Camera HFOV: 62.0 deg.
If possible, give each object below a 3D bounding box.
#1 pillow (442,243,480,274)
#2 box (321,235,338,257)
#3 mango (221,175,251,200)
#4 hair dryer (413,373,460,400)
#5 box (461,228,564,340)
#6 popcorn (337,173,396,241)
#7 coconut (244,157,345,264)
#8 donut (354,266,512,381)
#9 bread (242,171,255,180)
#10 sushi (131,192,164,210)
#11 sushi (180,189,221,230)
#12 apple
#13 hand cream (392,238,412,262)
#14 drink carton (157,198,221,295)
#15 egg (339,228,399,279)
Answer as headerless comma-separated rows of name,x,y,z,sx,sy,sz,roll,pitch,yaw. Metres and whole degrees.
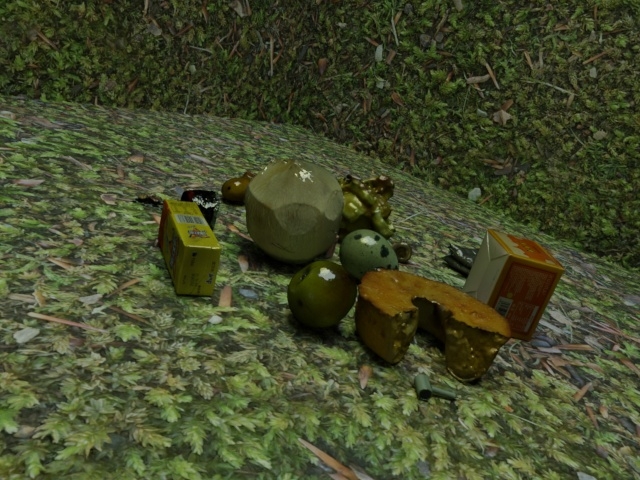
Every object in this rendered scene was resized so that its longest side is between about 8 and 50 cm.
pillow,0.696,0.124,2.222,0.228,0.101,0.326,3,26,-36
box,0.000,0.000,2.013,0.125,0.089,0.043,30,23,29
mango,-0.355,-0.228,2.293,0.136,0.099,0.227,-16,15,10
hair dryer,0.296,0.382,1.335,0.124,0.038,0.063,21,21,-9
box,0.659,0.149,1.853,0.213,0.283,0.259,16,20,-4
popcorn,0.177,-0.103,2.219,0.325,0.290,0.321,34,45,-42
coconut,-0.085,-0.121,1.821,0.346,0.360,0.346,7,37,-6
donut,0.300,0.233,1.544,0.435,0.163,0.377,13,19,-3
bread,-0.339,-0.290,2.561,0.085,0.053,0.085,26,19,-10
sushi,-0.633,-0.157,2.021,0.126,0.026,0.120,17,19,-1
sushi,-0.429,-0.111,1.910,0.126,0.136,0.225,11,14,-23
apple,0.000,0.146,1.472,0.157,0.196,0.196,48,11,-19
hand cream,0.351,0.033,2.232,0.084,0.084,0.203,21,14,11
drink carton,-0.395,0.012,1.578,0.111,0.155,0.351,4,23,-29
egg,0.173,0.061,1.869,0.228,0.177,0.177,34,22,5
